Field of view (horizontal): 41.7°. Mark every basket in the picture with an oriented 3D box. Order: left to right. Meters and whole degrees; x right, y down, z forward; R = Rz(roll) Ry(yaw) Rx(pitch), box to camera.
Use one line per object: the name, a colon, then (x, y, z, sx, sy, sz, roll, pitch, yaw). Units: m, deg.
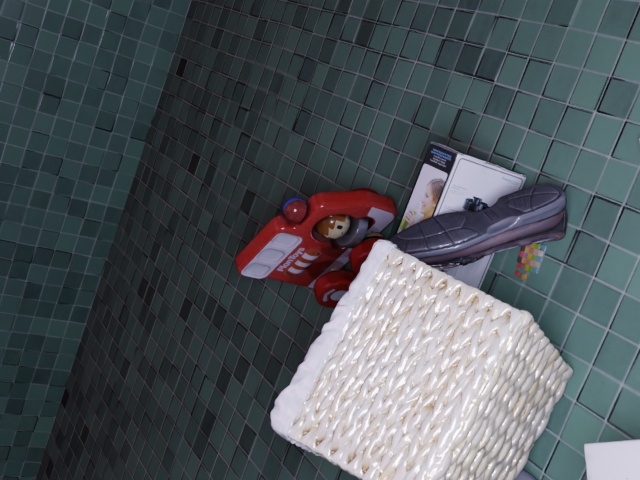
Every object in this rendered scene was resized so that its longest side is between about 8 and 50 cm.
basket: (0.163, 0.234, 1.261, 0.267, 0.328, 0.331, 27, 81, 36)

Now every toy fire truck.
toy fire truck: (0.000, 0.000, 1.719, 0.302, 0.254, 0.169, -44, 47, 38)

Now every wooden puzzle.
wooden puzzle: (0.358, 0.028, 1.432, 0.049, 0.006, 0.083, 20, 95, 55)

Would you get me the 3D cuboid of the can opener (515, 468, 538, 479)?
can opener: (0.286, 0.368, 1.387, 0.095, 0.076, 0.283, -34, 46, 3)

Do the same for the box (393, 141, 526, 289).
box: (0.228, -0.012, 1.488, 0.087, 0.169, 0.289, 37, 111, 56)

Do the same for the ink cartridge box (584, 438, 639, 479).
ink cartridge box: (0.478, 0.327, 1.030, 0.233, 0.171, 0.168, -22, 62, 48)

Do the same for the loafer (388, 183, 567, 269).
loafer: (0.259, 0.002, 1.367, 0.303, 0.095, 0.109, -19, 30, 3)
